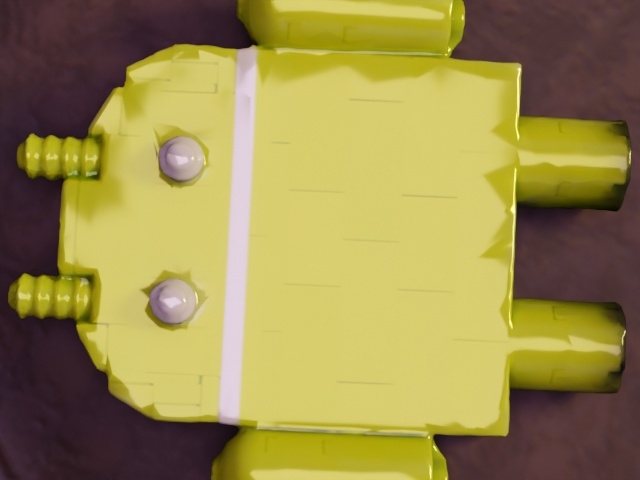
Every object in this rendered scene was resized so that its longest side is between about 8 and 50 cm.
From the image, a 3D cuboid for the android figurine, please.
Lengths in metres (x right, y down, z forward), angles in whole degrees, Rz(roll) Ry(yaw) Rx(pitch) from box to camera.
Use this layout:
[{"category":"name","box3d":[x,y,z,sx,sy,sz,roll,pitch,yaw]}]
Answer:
[{"category":"android figurine","box3d":[0.000,0.000,0.677,0.273,0.056,0.248,5,85,-2]}]
